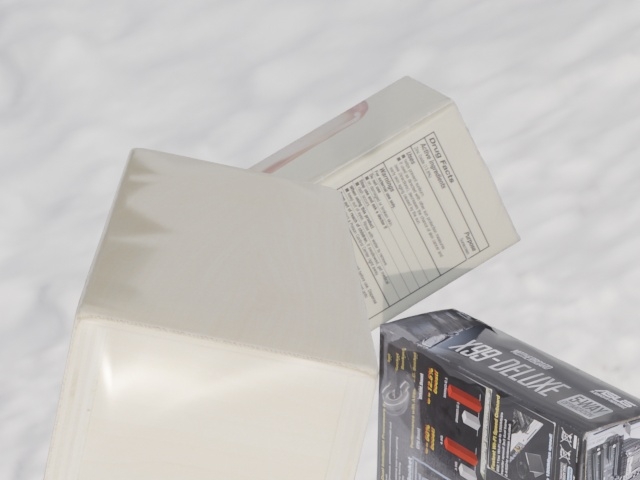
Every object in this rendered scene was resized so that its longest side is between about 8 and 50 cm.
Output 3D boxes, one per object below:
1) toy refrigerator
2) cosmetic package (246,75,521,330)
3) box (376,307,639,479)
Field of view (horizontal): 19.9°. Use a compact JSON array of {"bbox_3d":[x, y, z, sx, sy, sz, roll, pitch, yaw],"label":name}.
[{"bbox_3d":[-0.044,0.043,0.722,0.102,0.094,0.269,12,-167,-6],"label":"toy refrigerator"},{"bbox_3d":[0.000,0.000,1.573,0.296,0.153,0.129,-30,-158,-7],"label":"cosmetic package"},{"bbox_3d":[0.135,0.232,1.342,0.076,0.307,0.242,-10,-160,-31],"label":"box"}]
